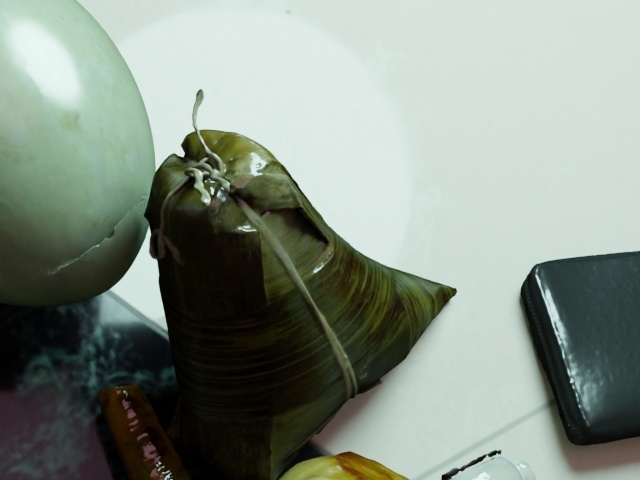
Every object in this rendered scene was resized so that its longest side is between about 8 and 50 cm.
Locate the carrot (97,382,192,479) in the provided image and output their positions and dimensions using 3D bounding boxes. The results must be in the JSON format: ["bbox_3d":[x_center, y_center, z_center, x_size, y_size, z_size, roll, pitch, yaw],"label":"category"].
[{"bbox_3d":[-0.091,0.164,0.804,0.042,0.042,0.170,-22,74,-27],"label":"carrot"}]

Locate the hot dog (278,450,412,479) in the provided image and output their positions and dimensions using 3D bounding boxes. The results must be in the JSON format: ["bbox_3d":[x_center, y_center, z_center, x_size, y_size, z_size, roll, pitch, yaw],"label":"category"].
[{"bbox_3d":[0.118,0.291,0.717,0.405,0.185,0.223,25,89,-16],"label":"hot dog"}]

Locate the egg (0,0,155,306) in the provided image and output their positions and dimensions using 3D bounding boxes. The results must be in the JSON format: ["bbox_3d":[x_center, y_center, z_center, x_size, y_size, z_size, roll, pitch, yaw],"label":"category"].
[{"bbox_3d":[-0.204,-0.070,0.781,0.186,0.186,0.253,-37,88,-29],"label":"egg"}]

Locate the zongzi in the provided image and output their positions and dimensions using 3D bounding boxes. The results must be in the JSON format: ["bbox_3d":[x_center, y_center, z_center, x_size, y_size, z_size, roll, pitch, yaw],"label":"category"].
[{"bbox_3d":[0.000,0.000,0.815,0.111,0.247,0.241,26,47,35],"label":"zongzi"}]

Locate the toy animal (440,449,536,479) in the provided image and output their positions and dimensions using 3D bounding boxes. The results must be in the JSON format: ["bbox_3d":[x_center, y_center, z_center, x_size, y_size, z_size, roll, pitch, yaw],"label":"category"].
[{"bbox_3d":[0.127,0.203,0.848,0.085,0.071,0.124,-13,63,-42],"label":"toy animal"}]

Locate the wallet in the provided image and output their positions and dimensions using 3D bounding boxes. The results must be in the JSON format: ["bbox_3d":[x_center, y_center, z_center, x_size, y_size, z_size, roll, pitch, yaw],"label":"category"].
[{"bbox_3d":[0.276,0.073,0.977,0.250,0.044,0.149,-6,65,-22],"label":"wallet"}]
